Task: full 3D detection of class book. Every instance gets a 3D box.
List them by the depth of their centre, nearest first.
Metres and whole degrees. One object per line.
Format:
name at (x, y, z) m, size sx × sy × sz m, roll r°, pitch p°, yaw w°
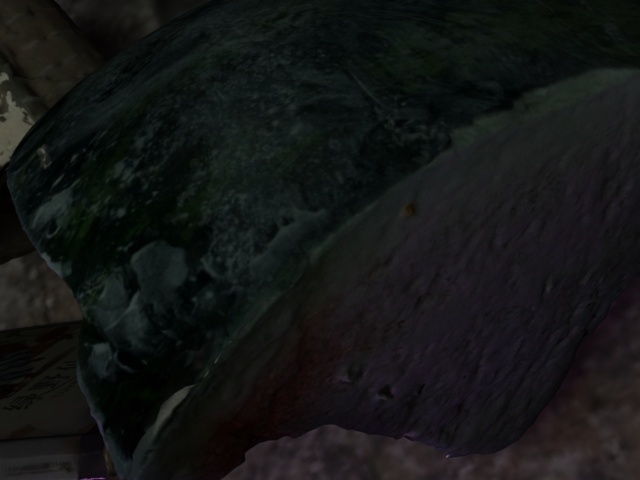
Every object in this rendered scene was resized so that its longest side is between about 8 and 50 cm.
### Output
book at (-0.148, 0.071, 0.800) m, size 0.231 × 0.157 × 0.026 m, roll -8°, pitch 105°, yaw 29°

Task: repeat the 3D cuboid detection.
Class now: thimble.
thimble at (-0.146, -0.054, 0.832) m, size 0.090 × 0.102 × 0.115 m, roll 50°, pitch 146°, yaw 22°

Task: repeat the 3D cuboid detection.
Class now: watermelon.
watermelon at (0.000, 0.000, 0.705) m, size 0.289 × 0.320 × 0.214 m, roll 11°, pitch 132°, yaw 46°
